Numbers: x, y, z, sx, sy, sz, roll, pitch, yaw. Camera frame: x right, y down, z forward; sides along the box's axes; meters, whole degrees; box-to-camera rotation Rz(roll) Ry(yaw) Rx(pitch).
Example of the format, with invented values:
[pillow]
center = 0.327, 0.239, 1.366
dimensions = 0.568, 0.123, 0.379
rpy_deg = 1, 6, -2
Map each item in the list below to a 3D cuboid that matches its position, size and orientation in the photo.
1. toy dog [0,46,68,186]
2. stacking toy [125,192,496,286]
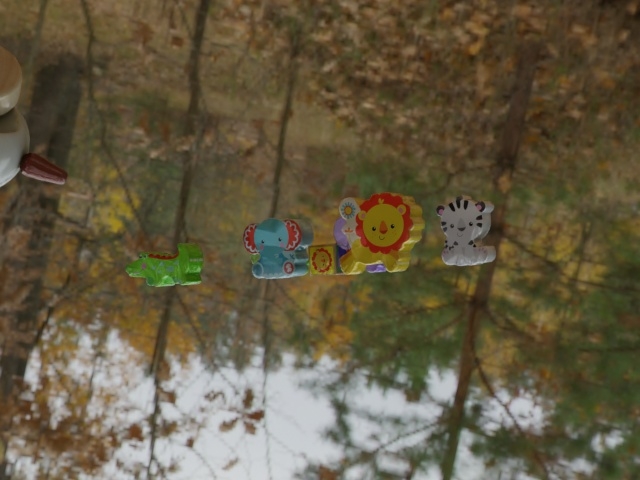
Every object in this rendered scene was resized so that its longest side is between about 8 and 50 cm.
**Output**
[toy dog]
center = -0.388, -0.042, 0.951
dimensions = 0.161, 0.333, 0.220
rpy_deg = 33, 161, 7
[stacking toy]
center = 0.000, 0.000, 0.674
dimensions = 0.221, 0.052, 0.167
rpy_deg = -6, 178, 30
